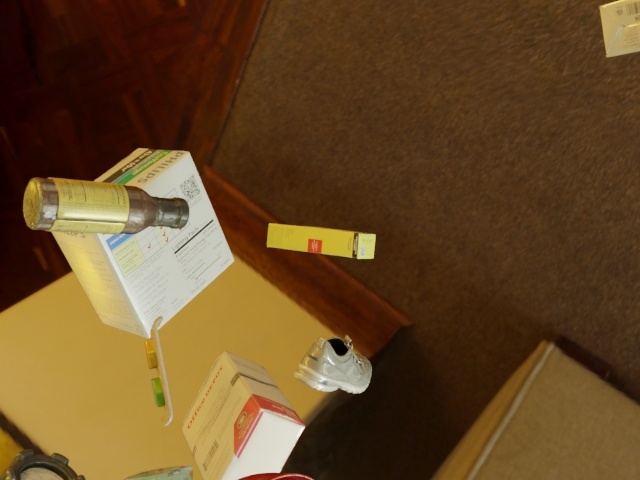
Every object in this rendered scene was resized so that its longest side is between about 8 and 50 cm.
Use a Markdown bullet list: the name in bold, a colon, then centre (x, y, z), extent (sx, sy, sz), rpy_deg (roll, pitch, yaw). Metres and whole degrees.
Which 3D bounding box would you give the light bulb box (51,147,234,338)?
- **light bulb box**: centre (-0.468, -0.003, 2.145), extent (0.225, 0.358, 0.361), rpy_deg (9, 130, 39)

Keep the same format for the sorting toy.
- **sorting toy**: centre (-0.328, 0.264, 1.623), extent (0.193, 0.038, 0.208), rpy_deg (142, 121, -74)

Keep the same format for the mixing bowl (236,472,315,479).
- **mixing bowl**: centre (-0.082, 0.374, 1.044), extent (0.098, 0.181, 0.182), rpy_deg (11, 122, 50)

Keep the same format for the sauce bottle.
- **sauce bottle**: centre (-0.440, -0.065, 1.695), extent (0.111, 0.344, 0.112), rpy_deg (-6, 82, 48)

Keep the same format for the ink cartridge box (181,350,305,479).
- **ink cartridge box**: centre (-0.129, 0.295, 1.280), extent (0.159, 0.092, 0.218), rpy_deg (-61, 28, 4)

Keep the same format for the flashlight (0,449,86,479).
- **flashlight**: centre (-0.393, 0.402, 0.992), extent (0.103, 0.103, 0.304), rpy_deg (35, 106, 19)

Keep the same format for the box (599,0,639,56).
- **box**: centre (0.624, -0.380, 1.359), extent (0.169, 0.289, 0.087), rpy_deg (-2, 103, 50)

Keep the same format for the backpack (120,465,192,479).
- **backpack**: centre (-0.289, 0.468, 1.385), extent (0.145, 0.188, 0.166), rpy_deg (69, 156, 12)

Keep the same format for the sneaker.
- **sneaker**: centre (0.052, 0.265, 1.769), extent (0.105, 0.281, 0.115), rpy_deg (27, 96, 24)

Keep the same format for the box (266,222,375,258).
- **box**: centre (0.000, 0.000, 1.794), extent (0.232, 0.087, 0.058), rpy_deg (8, 93, 28)
